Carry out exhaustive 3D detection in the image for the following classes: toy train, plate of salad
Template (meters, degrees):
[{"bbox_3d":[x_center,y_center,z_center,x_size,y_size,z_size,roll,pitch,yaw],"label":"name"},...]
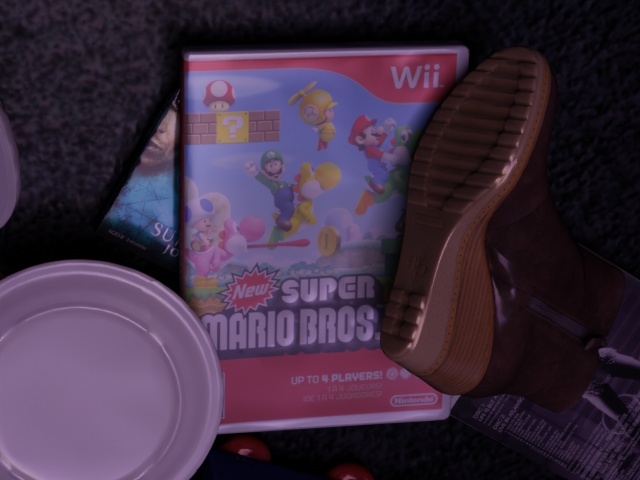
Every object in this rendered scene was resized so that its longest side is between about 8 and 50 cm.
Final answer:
[{"bbox_3d":[0.011,0.251,1.497,0.248,0.105,0.143,17,114,-18],"label":"toy train"},{"bbox_3d":[-0.167,0.105,1.380,0.200,0.048,0.199,-1,107,-4],"label":"plate of salad"}]

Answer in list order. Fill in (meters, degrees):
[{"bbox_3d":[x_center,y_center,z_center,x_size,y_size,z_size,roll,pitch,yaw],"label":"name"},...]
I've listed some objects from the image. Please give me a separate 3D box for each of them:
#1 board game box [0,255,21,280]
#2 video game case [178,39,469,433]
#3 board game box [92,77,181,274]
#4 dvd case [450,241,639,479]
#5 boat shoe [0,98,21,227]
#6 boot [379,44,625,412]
[{"bbox_3d":[-0.262,0.073,1.397,0.170,0.048,0.141,39,95,-21],"label":"board game box"},{"bbox_3d":[0.000,0.000,1.417,0.204,0.025,0.285,-3,108,-12],"label":"video game case"},{"bbox_3d":[-0.053,-0.021,1.426,0.186,0.026,0.126,27,101,-20],"label":"board game box"},{"bbox_3d":[0.210,0.103,1.532,0.221,0.018,0.164,30,100,-21],"label":"dvd case"},{"bbox_3d":[-0.271,-0.131,1.307,0.096,0.088,0.267,-25,107,21],"label":"boat shoe"},{"bbox_3d":[0.150,-0.002,1.424,0.207,0.090,0.248,16,97,-45],"label":"boot"}]
